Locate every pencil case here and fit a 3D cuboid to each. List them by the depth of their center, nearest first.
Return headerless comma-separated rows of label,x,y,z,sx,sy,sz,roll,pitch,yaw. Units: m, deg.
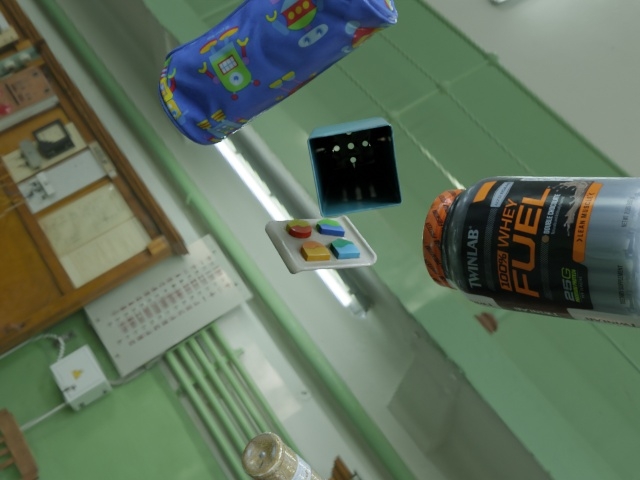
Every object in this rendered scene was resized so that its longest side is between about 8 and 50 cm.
pencil case,-0.058,-0.234,0.799,0.133,0.306,0.119,52,29,-16

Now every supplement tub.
supplement tub,0.336,0.008,1.007,0.338,0.207,0.207,4,-52,42

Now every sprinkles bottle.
sprinkles bottle,-0.071,0.638,1.803,0.121,0.121,0.355,40,-11,49

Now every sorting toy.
sorting toy,0.000,0.000,1.549,0.193,0.208,0.038,-124,-144,-47

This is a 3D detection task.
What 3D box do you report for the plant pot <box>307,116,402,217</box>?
plant pot,0.067,-0.173,1.437,0.234,0.166,0.165,-92,172,-70
